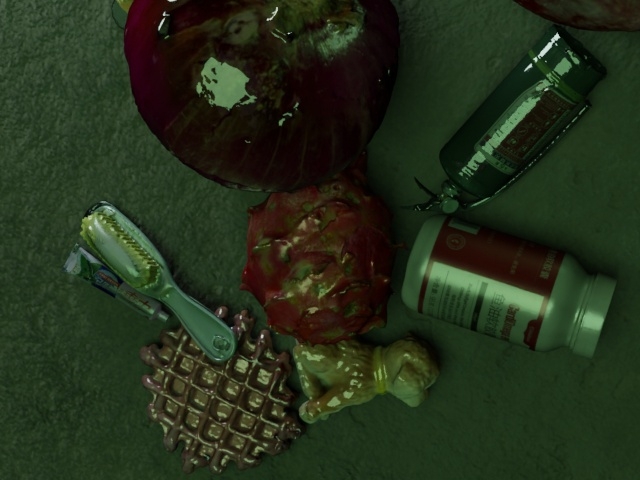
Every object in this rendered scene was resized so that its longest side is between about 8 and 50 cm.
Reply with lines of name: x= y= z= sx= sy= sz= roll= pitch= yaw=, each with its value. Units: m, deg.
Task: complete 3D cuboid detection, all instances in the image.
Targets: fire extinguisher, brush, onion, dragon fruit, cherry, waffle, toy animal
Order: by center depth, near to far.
cherry: x=0.298 y=-0.336 z=1.708 sx=0.250 sy=0.175 sz=0.192 roll=49 pitch=116 yaw=12
onion: x=-0.087 y=-0.197 z=1.810 sx=0.348 sy=0.348 sz=0.385 roll=41 pitch=147 yaw=4
fire extinguisher: x=0.223 y=-0.127 z=1.823 sx=0.118 sy=0.093 sz=0.294 roll=29 pitch=112 yaw=-31
dragon fruit: x=0.000 y=0.000 z=1.862 sx=0.210 sy=0.205 sz=0.268 roll=-1 pitch=66 yaw=32
toy animal: x=0.058 y=0.138 z=1.925 sx=0.185 sy=0.104 sz=0.184 roll=-11 pitch=92 yaw=22
brush: x=-0.226 y=0.055 z=1.973 sx=0.297 sy=0.060 sz=0.068 roll=42 pitch=104 yaw=16
waffle: x=-0.139 y=0.205 z=2.015 sx=0.221 sy=0.055 sz=0.234 roll=-18 pitch=94 yaw=16

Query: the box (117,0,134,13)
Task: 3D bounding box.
box: x=-0.219 y=-0.339 z=1.925 sx=0.105 sy=0.037 sz=0.105 roll=2 pitch=98 yaw=15

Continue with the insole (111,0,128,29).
insole: x=-0.168 y=-0.294 z=1.942 sx=0.232 sy=0.003 sz=0.080 roll=7 pitch=103 yaw=14

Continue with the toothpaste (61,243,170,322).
toothpaste: x=-0.280 y=0.065 z=2.039 sx=0.170 sy=0.028 sz=0.045 roll=31 pitch=102 yaw=11

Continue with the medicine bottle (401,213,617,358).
medicine bottle: x=0.234 y=0.060 z=1.839 sx=0.250 sy=0.131 sz=0.131 roll=18 pitch=106 yaw=12
